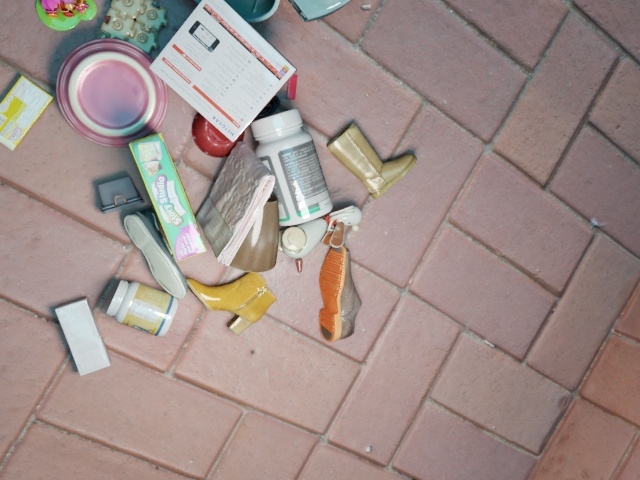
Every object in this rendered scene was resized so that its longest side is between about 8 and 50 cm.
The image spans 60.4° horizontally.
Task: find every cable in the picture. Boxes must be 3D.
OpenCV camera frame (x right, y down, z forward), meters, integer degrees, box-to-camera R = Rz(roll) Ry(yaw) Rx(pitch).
[{"bbox_3d":[-0.222,-0.461,1.833,0.184,0.151,0.047,-3,135,-17],"label":"cable"}]

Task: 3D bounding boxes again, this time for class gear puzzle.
[{"bbox_3d":[-0.618,-0.614,1.744,0.175,0.044,0.339,24,93,-20],"label":"gear puzzle"}]

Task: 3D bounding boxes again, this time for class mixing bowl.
[{"bbox_3d":[-0.335,-0.367,1.831,0.181,0.098,0.182,-2,98,-15],"label":"mixing bowl"}]

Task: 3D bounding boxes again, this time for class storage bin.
[{"bbox_3d":[-0.651,-0.149,1.773,0.135,0.098,0.091,-19,92,-13],"label":"storage bin"}]

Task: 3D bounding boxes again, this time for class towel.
[{"bbox_3d":[-0.277,-0.129,1.732,0.053,0.332,0.317,23,106,-34],"label":"towel"}]

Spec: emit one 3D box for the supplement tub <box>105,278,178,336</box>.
[{"bbox_3d":[-0.586,0.221,1.812,0.199,0.144,0.144,25,90,-18],"label":"supplement tub"}]

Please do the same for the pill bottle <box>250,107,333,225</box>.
[{"bbox_3d":[-0.102,-0.247,1.861,0.204,0.204,0.361,-20,103,-13],"label":"pill bottle"}]

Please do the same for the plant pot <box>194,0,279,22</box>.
[{"bbox_3d":[-0.235,-0.908,1.653,0.341,0.341,0.334,23,71,-18],"label":"plant pot"}]

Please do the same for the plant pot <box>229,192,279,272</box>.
[{"bbox_3d":[-0.222,-0.048,1.811,0.215,0.215,0.231,9,116,-18],"label":"plant pot"}]

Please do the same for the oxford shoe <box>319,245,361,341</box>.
[{"bbox_3d":[0.080,0.189,2.035,0.132,0.130,0.364,-3,105,-34],"label":"oxford shoe"}]

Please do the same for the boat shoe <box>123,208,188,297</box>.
[{"bbox_3d":[-0.517,0.038,1.813,0.320,0.116,0.099,58,41,-6],"label":"boat shoe"}]

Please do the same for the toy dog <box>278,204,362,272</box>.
[{"bbox_3d":[0.000,0.000,1.933,0.333,0.220,0.161,-19,94,7],"label":"toy dog"}]

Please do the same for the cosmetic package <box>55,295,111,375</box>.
[{"bbox_3d":[-0.778,0.313,1.811,0.098,0.060,0.239,-18,102,-16],"label":"cosmetic package"}]

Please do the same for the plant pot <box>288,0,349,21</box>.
[{"bbox_3d":[0.002,-0.856,1.795,0.252,0.247,0.248,-40,107,6],"label":"plant pot"}]

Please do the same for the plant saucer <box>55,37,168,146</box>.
[{"bbox_3d":[-0.642,-0.452,1.706,0.332,0.084,0.332,-6,108,-17],"label":"plant saucer"}]

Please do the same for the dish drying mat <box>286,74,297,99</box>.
[{"bbox_3d":[-0.100,-0.536,1.924,0.032,0.008,0.083,5,95,-18],"label":"dish drying mat"}]

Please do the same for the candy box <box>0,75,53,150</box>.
[{"bbox_3d":[-0.927,-0.390,1.686,0.105,0.027,0.206,37,86,-20],"label":"candy box"}]

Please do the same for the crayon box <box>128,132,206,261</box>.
[{"bbox_3d":[-0.470,-0.140,1.708,0.106,0.313,0.363,-22,103,-13],"label":"crayon box"}]

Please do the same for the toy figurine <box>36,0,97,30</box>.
[{"bbox_3d":[-0.758,-0.703,1.624,0.173,0.159,0.130,-7,100,-16],"label":"toy figurine"}]

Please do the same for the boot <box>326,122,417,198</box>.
[{"bbox_3d":[0.193,-0.318,2.002,0.236,0.089,0.269,-44,106,-7],"label":"boot"}]

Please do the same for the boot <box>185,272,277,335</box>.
[{"bbox_3d":[-0.308,0.170,1.923,0.211,0.104,0.295,-47,110,-13],"label":"boot"}]

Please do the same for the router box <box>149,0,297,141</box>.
[{"bbox_3d":[-0.294,-0.528,1.685,0.335,0.082,0.301,42,103,-13],"label":"router box"}]
